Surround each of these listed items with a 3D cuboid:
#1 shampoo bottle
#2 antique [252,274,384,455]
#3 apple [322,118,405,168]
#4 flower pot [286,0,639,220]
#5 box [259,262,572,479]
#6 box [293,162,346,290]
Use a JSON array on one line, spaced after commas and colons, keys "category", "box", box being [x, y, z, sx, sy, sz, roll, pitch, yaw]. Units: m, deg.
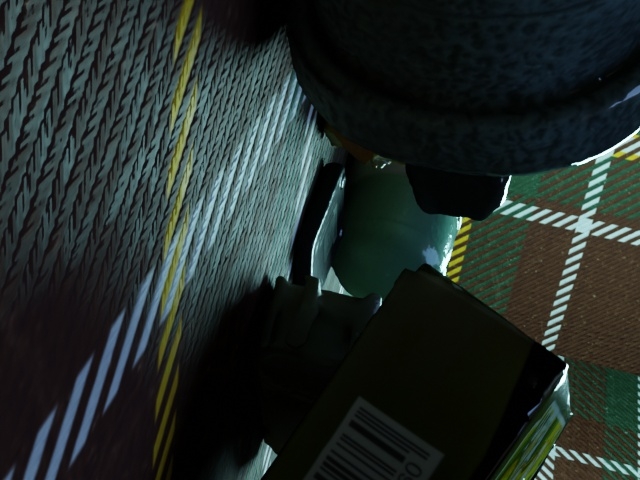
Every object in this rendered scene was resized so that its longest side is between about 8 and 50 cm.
[{"category": "shampoo bottle", "box": [0.111, -0.074, 1.341, 0.222, 0.151, 0.349, 95, 12, -54]}, {"category": "antique", "box": [0.009, 0.124, 1.056, 0.284, 0.125, 0.150, 85, 19, -67]}, {"category": "apple", "box": [0.085, -0.129, 1.049, 0.147, 0.158, 0.156, -65, 179, 27]}, {"category": "flower pot", "box": [0.121, -0.194, 0.750, 0.283, 0.299, 0.299, 81, 23, -51]}, {"category": "box", "box": [0.053, 0.241, 0.906, 0.373, 0.138, 0.420, -54, 162, -4]}, {"category": "box", "box": [0.000, 0.000, 1.134, 0.126, 0.027, 0.125, 92, 14, -53]}]
